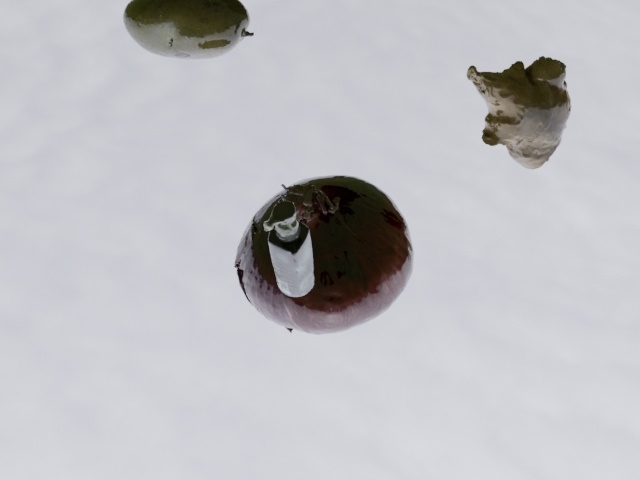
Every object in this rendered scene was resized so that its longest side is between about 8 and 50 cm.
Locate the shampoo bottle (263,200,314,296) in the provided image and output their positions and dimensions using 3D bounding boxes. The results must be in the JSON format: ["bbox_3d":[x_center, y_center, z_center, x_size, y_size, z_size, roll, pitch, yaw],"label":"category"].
[{"bbox_3d":[-0.045,0.012,1.622,0.057,0.208,0.063,22,-116,17],"label":"shampoo bottle"}]

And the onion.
[{"bbox_3d":[0.000,0.000,2.108,0.347,0.285,0.348,-11,-131,12],"label":"onion"}]

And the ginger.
[{"bbox_3d":[0.386,-0.268,2.180,0.123,0.270,0.219,35,-90,40],"label":"ginger"}]

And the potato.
[{"bbox_3d":[-0.248,-0.420,2.153,0.251,0.159,0.174,14,-129,8],"label":"potato"}]
